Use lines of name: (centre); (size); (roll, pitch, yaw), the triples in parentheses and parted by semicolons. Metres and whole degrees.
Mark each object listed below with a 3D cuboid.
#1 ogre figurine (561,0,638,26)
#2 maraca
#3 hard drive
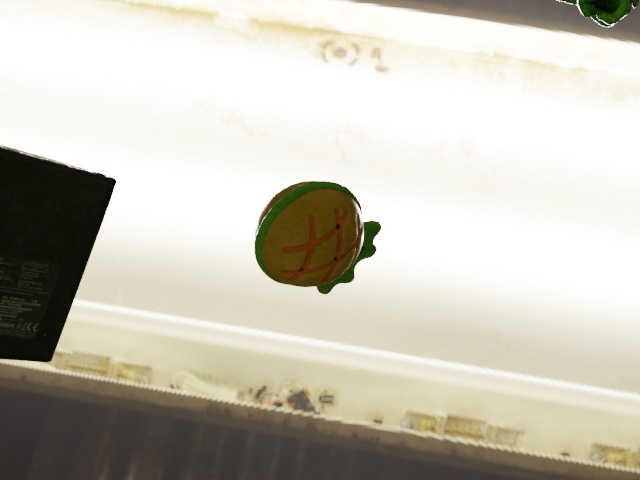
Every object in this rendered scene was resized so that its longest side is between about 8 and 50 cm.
ogre figurine: (0.151, -0.241, 0.609); (0.096, 0.118, 0.197); (-15, -126, 19)
maraca: (0.000, 0.000, 0.941); (0.127, 0.185, 0.099); (-48, -128, 9)
hard drive: (-0.195, 0.011, 0.560); (0.022, 0.094, 0.135); (27, -82, 41)
